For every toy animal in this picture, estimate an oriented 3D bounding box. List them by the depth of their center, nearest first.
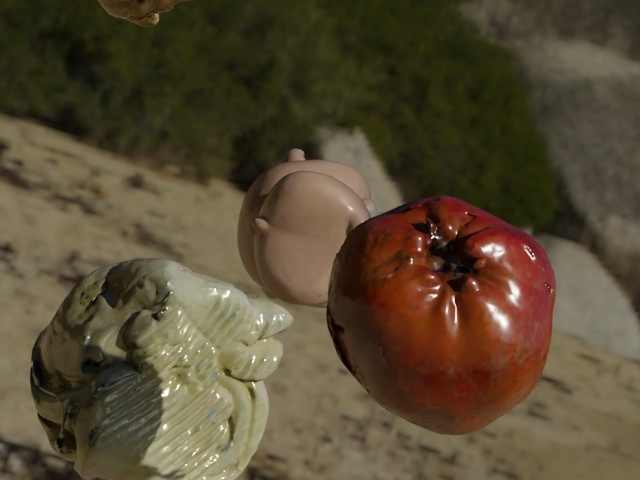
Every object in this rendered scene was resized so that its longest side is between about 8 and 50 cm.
[{"bbox_3d":[-0.020,-0.004,2.304,0.229,0.210,0.221,18,7,27],"label":"toy animal"}]

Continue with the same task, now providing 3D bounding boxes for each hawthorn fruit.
[{"bbox_3d":[0.123,0.087,1.630,0.211,0.211,0.299,18,-21,24],"label":"hawthorn fruit"}]

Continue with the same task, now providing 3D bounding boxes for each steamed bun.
[{"bbox_3d":[-0.198,0.148,2.023,0.280,0.268,0.207,20,4,-38],"label":"steamed bun"}]

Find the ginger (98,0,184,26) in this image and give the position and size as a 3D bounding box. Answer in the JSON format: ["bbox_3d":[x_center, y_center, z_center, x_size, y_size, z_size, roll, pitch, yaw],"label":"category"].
[{"bbox_3d":[-0.201,-0.268,1.543,0.193,0.176,0.052,26,52,32],"label":"ginger"}]
